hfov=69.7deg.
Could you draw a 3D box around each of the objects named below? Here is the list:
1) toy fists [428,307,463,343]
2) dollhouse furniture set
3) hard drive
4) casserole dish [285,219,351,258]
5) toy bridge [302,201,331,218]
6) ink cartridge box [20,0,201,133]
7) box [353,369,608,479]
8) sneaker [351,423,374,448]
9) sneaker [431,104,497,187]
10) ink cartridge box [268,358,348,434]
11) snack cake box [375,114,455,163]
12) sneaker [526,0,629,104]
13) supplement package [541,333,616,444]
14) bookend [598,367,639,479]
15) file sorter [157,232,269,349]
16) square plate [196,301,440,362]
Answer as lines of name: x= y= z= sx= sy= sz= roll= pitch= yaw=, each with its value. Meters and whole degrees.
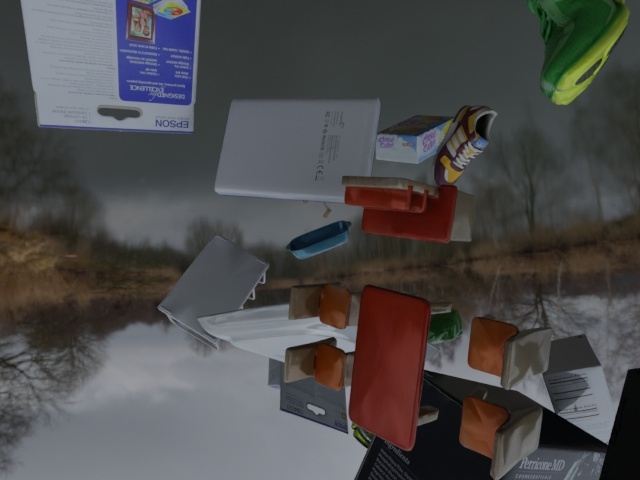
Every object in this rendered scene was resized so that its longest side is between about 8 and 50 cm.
toy fists: x=0.372 y=0.271 z=1.443 sx=0.142 sy=0.096 sz=0.279 roll=-28 pitch=168 yaw=8
dollhouse furniture set: x=0.074 y=0.072 z=0.462 sx=0.261 sy=0.259 sz=0.135 roll=9 pitch=-175 yaw=42
hard drive: x=-0.049 y=-0.187 z=0.935 sx=0.318 sy=0.211 sz=0.040 roll=5 pitch=169 yaw=18
casserole dish: x=0.000 y=0.000 z=1.236 sx=0.188 sy=0.037 sz=0.114 roll=-22 pitch=-160 yaw=3
toy bridge: x=-0.039 y=-0.156 z=1.602 sx=0.188 sy=0.063 sz=0.026 roll=36 pitch=-168 yaw=-1
ink cartridge box: x=-0.397 y=-0.370 z=0.896 sx=0.303 sy=0.072 sz=0.307 roll=-3 pitch=129 yaw=-24
box: x=0.328 y=0.574 z=0.987 sx=0.479 sy=0.472 sz=0.297 roll=22 pitch=-179 yaw=-36
sneaker: x=0.193 y=0.447 z=1.247 sx=0.121 sy=0.111 sz=0.300 roll=-50 pitch=170 yaw=22
sneaker: x=0.294 y=-0.188 z=0.943 sx=0.069 sy=0.186 sz=0.084 roll=15 pitch=-172 yaw=-30
ink cartridge box: x=-0.039 y=0.450 z=1.532 sx=0.071 sy=0.330 sz=0.324 roll=-30 pitch=132 yaw=30
snack cake box: x=0.312 y=-0.333 z=1.488 sx=0.152 sy=0.089 sz=0.264 roll=16 pitch=-146 yaw=37
sneaker: x=0.294 y=-0.283 z=0.554 sx=0.123 sy=0.296 sz=0.109 roll=17 pitch=156 yaw=10
supplement package: x=0.654 y=0.387 z=1.176 sx=0.133 sy=0.244 sz=0.139 roll=-19 pitch=-164 yaw=20
bookend: x=0.352 y=0.191 z=0.412 sx=0.072 sy=0.156 sz=0.157 roll=36 pitch=152 yaw=0
file sorter: x=-0.311 y=0.164 z=1.391 sx=0.192 sy=0.278 sz=0.173 roll=29 pitch=153 yaw=7
square plate: x=-0.002 y=0.196 z=0.877 sx=0.343 sy=0.049 sz=0.347 roll=-15 pitch=147 yaw=37
